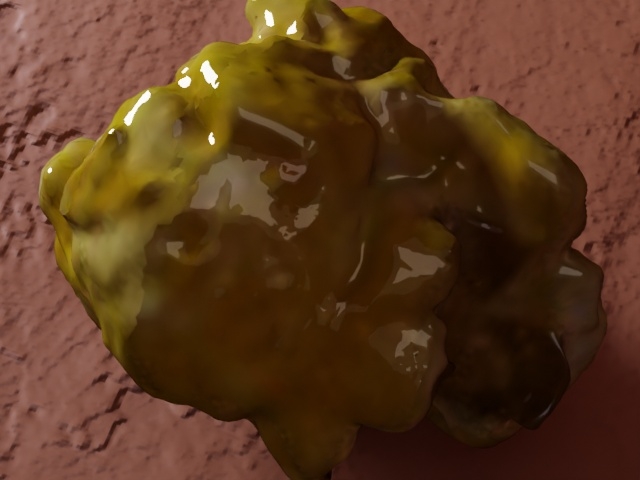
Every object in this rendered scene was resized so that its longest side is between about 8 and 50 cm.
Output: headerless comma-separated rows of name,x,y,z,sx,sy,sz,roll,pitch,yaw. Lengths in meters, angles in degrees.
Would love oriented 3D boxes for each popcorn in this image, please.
popcorn,0.004,-0.001,0.768,0.253,0.190,0.191,37,100,5
